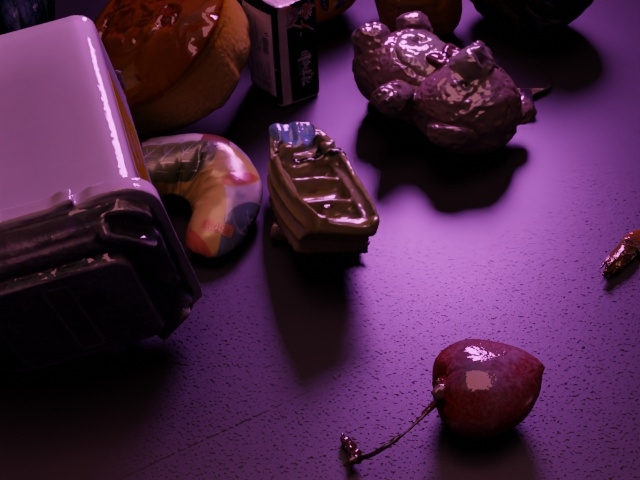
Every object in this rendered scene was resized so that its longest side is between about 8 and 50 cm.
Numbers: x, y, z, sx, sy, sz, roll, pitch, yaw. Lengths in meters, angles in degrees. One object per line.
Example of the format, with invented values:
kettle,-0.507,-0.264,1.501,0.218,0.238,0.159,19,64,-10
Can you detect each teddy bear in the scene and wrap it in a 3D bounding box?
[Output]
teddy bear,0.165,-0.223,1.294,0.236,0.151,0.267,-25,42,-30

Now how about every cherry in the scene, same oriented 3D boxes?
cherry,0.123,0.164,0.933,0.225,0.090,0.107,-15,55,1

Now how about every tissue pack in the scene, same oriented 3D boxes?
tissue pack,-0.060,-0.305,1.381,0.090,0.170,0.103,-27,47,-28

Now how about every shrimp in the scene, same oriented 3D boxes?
shrimp,0.396,0.025,1.103,0.114,0.023,0.083,-30,52,-30

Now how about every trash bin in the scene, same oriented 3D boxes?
trash bin,-0.322,-0.056,1.031,0.296,0.256,0.368,-17,57,-2

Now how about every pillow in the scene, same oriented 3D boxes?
pillow,-0.193,-0.054,1.196,0.233,0.086,0.214,-4,53,-4

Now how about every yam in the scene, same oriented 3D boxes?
yam,0.000,0.000,1.158,0.129,0.033,0.027,12,18,10

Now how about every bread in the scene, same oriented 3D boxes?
bread,0.151,-0.444,1.478,0.139,0.240,0.240,-15,43,4
bread,-0.230,-0.285,1.324,0.270,0.148,0.270,-16,56,26

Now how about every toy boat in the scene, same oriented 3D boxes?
toy boat,-0.007,-0.061,1.154,0.111,0.084,0.276,-1,31,-18

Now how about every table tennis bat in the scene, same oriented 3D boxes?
table tennis bat,0.315,-0.241,1.401,0.095,0.014,0.158,0,41,3

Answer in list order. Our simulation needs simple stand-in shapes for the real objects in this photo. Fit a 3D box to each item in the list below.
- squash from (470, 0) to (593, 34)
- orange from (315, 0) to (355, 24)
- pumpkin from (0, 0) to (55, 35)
squash,0.341,-0.459,1.460,0.165,0.252,0.252,-37,52,-22
orange,-0.029,-0.467,1.540,0.219,0.193,0.219,2,57,-3
pumpkin,-0.583,-0.396,1.468,0.315,0.238,0.315,-5,39,4
